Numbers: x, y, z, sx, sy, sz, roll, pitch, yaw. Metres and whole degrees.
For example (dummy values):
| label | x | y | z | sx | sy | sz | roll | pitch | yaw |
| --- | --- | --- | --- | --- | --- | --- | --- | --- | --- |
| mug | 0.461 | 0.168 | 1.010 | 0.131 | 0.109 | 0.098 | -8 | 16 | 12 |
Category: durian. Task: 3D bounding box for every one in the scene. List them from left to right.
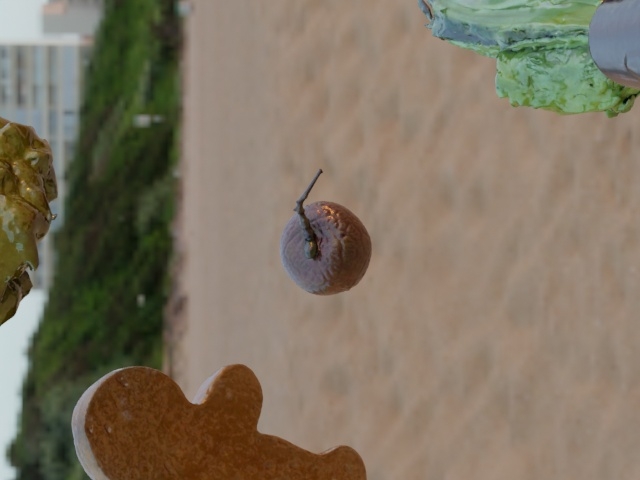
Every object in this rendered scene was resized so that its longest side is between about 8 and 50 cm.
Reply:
| label | x | y | z | sx | sy | sz | roll | pitch | yaw |
| --- | --- | --- | --- | --- | --- | --- | --- | --- | --- |
| durian | 0.193 | -0.149 | 1.183 | 0.375 | 0.132 | 0.106 | 4 | 136 | 51 |

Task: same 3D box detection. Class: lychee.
| label | x | y | z | sx | sy | sz | roll | pitch | yaw |
| --- | --- | --- | --- | --- | --- | --- | --- | --- | --- |
| lychee | 0.000 | 0.002 | 1.793 | 0.101 | 0.140 | 0.114 | 2 | 68 | 50 |

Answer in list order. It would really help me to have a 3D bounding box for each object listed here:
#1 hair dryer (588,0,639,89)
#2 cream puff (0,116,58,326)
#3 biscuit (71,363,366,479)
| label | x | y | z | sx | sy | sz | roll | pitch | yaw |
| --- | --- | --- | --- | --- | --- | --- | --- | --- | --- |
| hair dryer | 0.147 | -0.190 | 0.713 | 0.340 | 0.123 | 0.312 | 59 | 174 | -16 |
| cream puff | -0.205 | -0.007 | 0.933 | 0.146 | 0.116 | 0.146 | 170 | 90 | -78 |
| biscuit | -0.073 | 0.170 | 1.145 | 0.036 | 0.250 | 0.165 | -19 | 46 | 48 |
